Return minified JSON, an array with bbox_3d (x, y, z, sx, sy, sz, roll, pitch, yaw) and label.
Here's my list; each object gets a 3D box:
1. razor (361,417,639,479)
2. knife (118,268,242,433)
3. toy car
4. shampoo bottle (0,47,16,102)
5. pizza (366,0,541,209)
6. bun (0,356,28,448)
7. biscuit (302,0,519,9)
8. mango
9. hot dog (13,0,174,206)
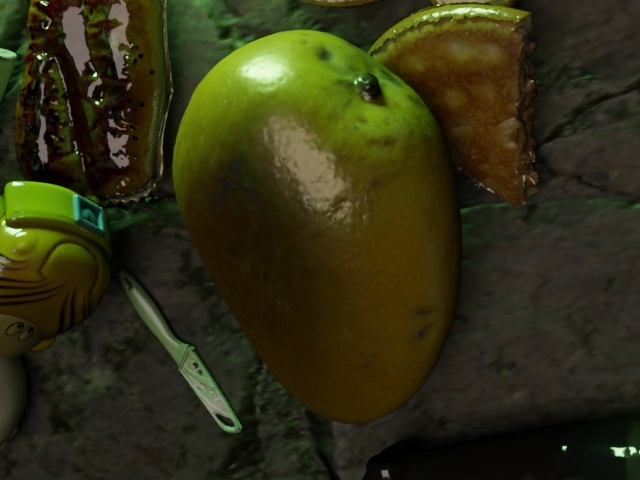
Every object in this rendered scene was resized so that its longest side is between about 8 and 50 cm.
[{"bbox_3d":[0.210,0.265,1.043,0.349,0.113,0.204,-8,97,24],"label":"razor"},{"bbox_3d":[-0.143,0.113,1.196,0.030,0.014,0.207,-35,89,23],"label":"knife"},{"bbox_3d":[-0.320,0.045,1.129,0.248,0.200,0.142,-20,64,24],"label":"toy car"},{"bbox_3d":[-0.412,-0.077,1.226,0.153,0.071,0.284,18,109,13],"label":"shampoo bottle"},{"bbox_3d":[0.130,-0.117,1.010,0.201,0.053,0.193,-2,124,45],"label":"pizza"},{"bbox_3d":[-0.407,0.164,1.248,0.173,0.120,0.173,3,100,19],"label":"bun"},{"bbox_3d":[0.092,-0.317,0.992,0.344,0.057,0.287,-34,90,23],"label":"biscuit"},{"bbox_3d":[0.000,0.000,1.017,0.253,0.182,0.365,7,115,35],"label":"mango"},{"bbox_3d":[-0.222,-0.155,1.132,0.162,0.082,0.270,9,103,17],"label":"hot dog"}]
